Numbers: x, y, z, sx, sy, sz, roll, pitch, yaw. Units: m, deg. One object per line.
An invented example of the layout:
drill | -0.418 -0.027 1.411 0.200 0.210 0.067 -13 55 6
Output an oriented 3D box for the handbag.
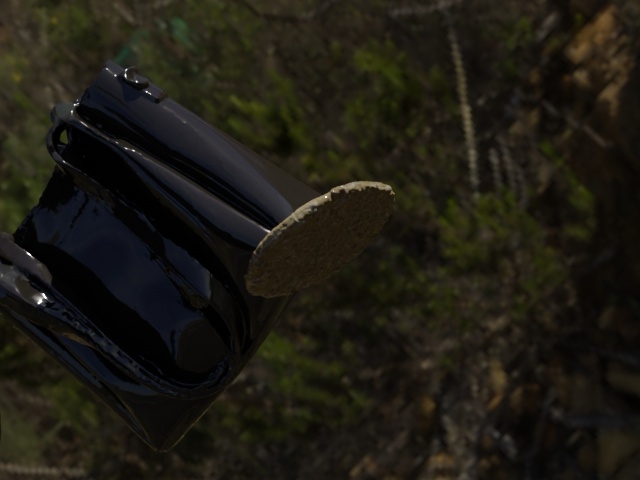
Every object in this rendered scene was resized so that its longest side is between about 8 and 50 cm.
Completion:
handbag | -0.155 0.017 1.312 0.285 0.257 0.113 -54 -3 31

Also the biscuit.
biscuit | 0.000 0.000 1.020 0.120 0.015 0.120 -30 -23 -14
